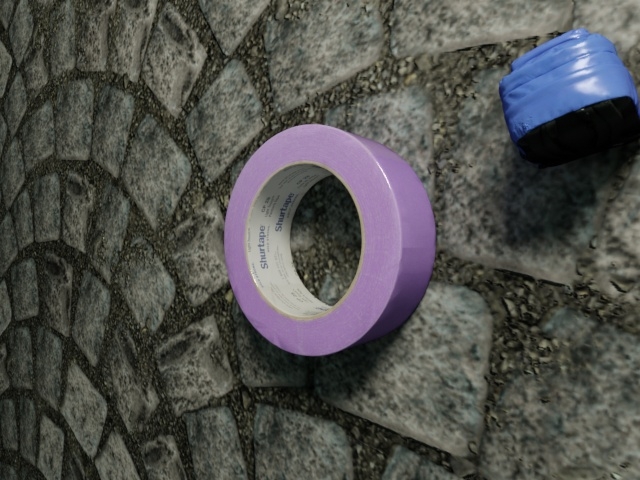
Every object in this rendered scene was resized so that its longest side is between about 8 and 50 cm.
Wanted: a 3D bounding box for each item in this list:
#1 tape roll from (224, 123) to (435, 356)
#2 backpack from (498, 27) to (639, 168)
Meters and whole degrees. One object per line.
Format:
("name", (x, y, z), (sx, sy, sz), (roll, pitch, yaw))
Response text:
("tape roll", (0.000, 0.000, 0.559), (0.275, 0.090, 0.274), (0, 90, 39))
("backpack", (0.204, -0.119, 0.376), (0.098, 0.120, 0.101), (-26, 74, 37))
